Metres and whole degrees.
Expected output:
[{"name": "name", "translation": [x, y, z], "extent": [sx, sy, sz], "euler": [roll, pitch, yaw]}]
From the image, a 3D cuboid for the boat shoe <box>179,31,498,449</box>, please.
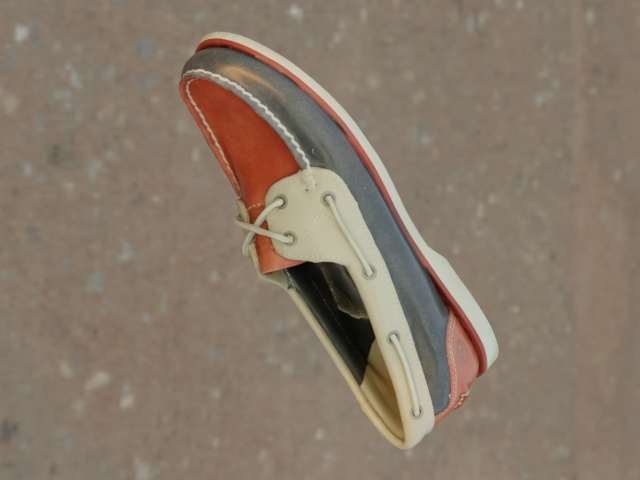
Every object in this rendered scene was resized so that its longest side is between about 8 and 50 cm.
[{"name": "boat shoe", "translation": [0.000, 0.000, 0.516], "extent": [0.043, 0.049, 0.137], "euler": [-44, 106, -27]}]
